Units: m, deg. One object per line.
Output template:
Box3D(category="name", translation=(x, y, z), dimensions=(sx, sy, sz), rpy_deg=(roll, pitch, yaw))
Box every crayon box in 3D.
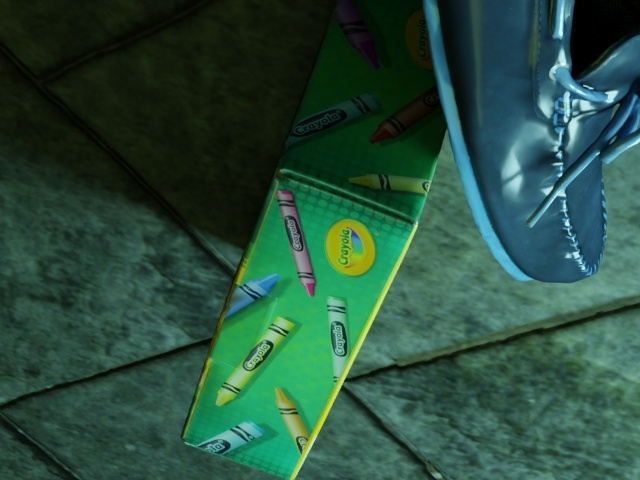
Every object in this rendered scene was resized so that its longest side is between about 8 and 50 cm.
Box3D(category="crayon box", translation=(0.000, 0.000, 0.907), dimensions=(0.081, 0.165, 0.278), rpy_deg=(20, 140, -2))

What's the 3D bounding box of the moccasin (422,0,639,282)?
Box3D(category="moccasin", translation=(0.121, -0.104, 0.767), dimensions=(0.116, 0.138, 0.342), rpy_deg=(-3, 137, 18))
